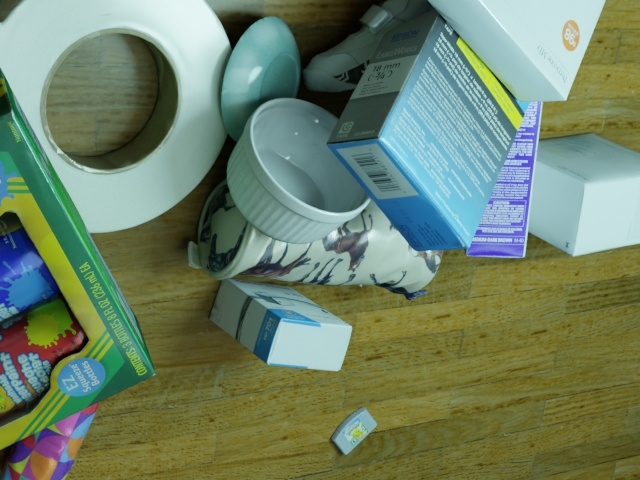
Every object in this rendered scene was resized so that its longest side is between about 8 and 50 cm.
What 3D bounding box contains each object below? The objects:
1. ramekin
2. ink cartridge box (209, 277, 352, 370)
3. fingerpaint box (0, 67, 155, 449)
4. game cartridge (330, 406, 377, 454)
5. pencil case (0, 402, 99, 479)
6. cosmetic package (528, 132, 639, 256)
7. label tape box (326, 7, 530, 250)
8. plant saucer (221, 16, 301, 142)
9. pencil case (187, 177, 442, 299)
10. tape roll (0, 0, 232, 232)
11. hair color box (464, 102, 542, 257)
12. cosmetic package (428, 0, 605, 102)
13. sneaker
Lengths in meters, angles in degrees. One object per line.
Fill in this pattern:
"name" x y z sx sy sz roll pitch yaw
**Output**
"ramekin" -0.037 -0.092 1.790 0.207 0.207 0.109 6 144 -35
"ink cartridge box" -0.064 0.131 1.960 0.140 0.191 0.082 10 104 -36
"fingerpaint box" -0.477 0.061 1.622 0.371 0.163 0.444 -25 124 -5
"game cartridge" 0.059 0.342 2.248 0.083 0.017 0.056 -43 124 -10
"pencil case" -0.396 0.275 1.868 0.104 0.104 0.236 20 96 -38
"cosmetic package" 0.460 -0.086 2.189 0.225 0.224 0.138 -11 116 -30
"label tape box" 0.173 -0.186 1.813 0.240 0.106 0.333 49 54 -33
"plant saucer" -0.075 -0.230 1.838 0.195 0.037 0.195 -41 140 -46
"pencil case" 0.000 0.000 1.963 0.410 0.160 0.183 7 134 -35
"tape roll" -0.302 -0.201 1.732 0.392 0.072 0.392 -14 119 -28
"hair color box" 0.289 -0.161 2.056 0.110 0.185 0.338 3 112 -4
"cosmetic package" 0.269 -0.417 1.767 0.377 0.097 0.284 39 69 -38
"sneaker" 0.121 -0.367 1.898 0.366 0.137 0.210 -22 100 -3
